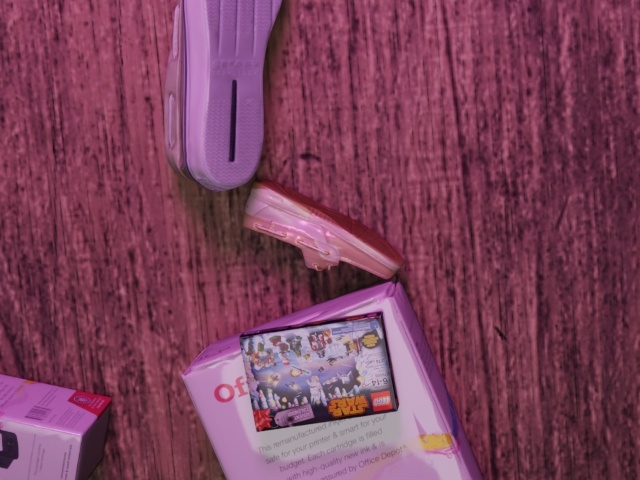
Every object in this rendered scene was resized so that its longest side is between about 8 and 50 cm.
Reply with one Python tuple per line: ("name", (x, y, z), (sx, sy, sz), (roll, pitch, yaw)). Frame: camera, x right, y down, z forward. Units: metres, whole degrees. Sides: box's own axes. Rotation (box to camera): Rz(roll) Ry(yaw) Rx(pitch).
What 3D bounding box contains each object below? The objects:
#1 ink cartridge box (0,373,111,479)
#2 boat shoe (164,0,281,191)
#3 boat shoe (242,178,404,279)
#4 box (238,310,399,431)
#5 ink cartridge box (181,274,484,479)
("ink cartridge box", (-0.312, 0.190, 1.761), (0.175, 0.127, 0.072), (11, 103, 5))
("boat shoe", (-0.106, -0.200, 1.687), (0.094, 0.109, 0.302), (10, 94, 47))
("boat shoe", (0.000, 0.000, 1.732), (0.170, 0.063, 0.059), (29, 104, 10))
("box", (-0.001, 0.123, 1.637), (0.137, 0.027, 0.094), (-10, 98, 8))
("ink cartridge box", (0.031, 0.217, 1.728), (0.226, 0.131, 0.306), (-21, 95, 9))
